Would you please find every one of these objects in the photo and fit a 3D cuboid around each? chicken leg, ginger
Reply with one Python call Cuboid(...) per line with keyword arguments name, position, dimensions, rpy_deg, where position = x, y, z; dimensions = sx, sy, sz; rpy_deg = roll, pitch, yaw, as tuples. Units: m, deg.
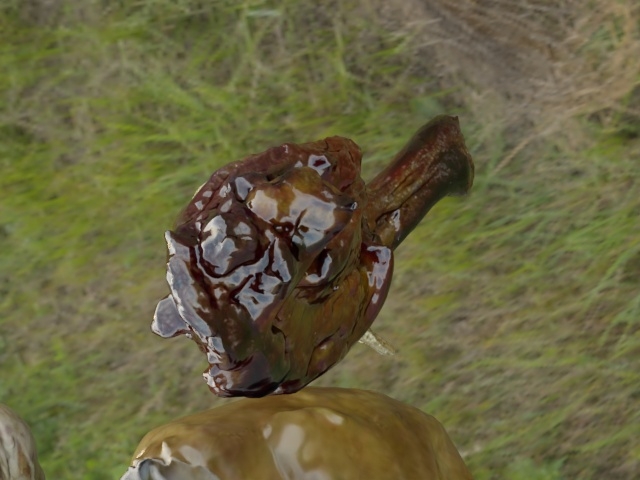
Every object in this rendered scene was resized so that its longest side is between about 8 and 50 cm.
Cuboid(name="chicken leg", position=(0.000, 0.000, 0.816), dimensions=(0.096, 0.407, 0.158), rpy_deg=(33, 110, 13))
Cuboid(name="ginger", position=(-0.005, 0.203, 1.064), dimensions=(0.269, 0.223, 0.200), rpy_deg=(45, 122, -5))

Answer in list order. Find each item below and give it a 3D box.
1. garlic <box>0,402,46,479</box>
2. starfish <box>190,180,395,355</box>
Cuboid(name="garlic", position=(-0.225, 0.167, 0.862), dimensions=(0.102, 0.159, 0.147), rpy_deg=(2, 62, 24))
Cuboid(name="starfish", position=(-0.030, 0.022, 1.207), dimensions=(0.236, 0.062, 0.277), rpy_deg=(38, 173, -28))
